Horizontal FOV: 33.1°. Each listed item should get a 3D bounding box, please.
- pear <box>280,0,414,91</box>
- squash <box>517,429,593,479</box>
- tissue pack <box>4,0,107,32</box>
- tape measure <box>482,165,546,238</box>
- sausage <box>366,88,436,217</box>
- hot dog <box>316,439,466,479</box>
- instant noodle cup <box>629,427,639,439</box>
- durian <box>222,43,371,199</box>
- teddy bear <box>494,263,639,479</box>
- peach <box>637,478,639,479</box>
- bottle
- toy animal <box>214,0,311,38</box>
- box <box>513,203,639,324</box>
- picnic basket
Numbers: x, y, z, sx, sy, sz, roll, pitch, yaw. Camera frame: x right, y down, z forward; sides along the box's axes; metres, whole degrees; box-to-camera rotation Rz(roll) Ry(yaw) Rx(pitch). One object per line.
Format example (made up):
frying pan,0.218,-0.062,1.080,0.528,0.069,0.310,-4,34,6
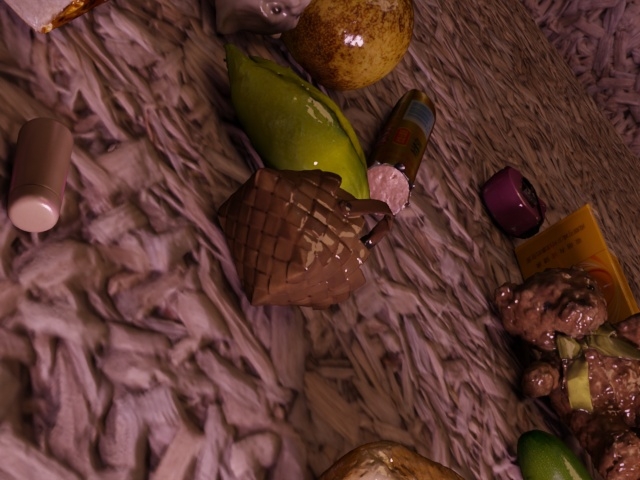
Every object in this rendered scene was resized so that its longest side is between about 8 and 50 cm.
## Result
pear,0.040,-0.311,1.468,0.197,0.197,0.197,41,29,-29
squash,0.321,0.362,1.300,0.082,0.082,0.293,13,49,-56
tissue pack,-0.258,-0.313,1.050,0.183,0.092,0.226,52,25,-11
tape measure,0.330,-0.068,1.824,0.118,0.074,0.125,48,25,-16
sausage,0.120,-0.144,1.540,0.082,0.082,0.371,51,25,-13
hot dog,0.091,0.248,1.022,0.242,0.084,0.073,34,34,-37
instant noodle cup,0.566,0.246,1.739,0.217,0.217,0.207,29,43,-44
durian,-0.028,-0.121,1.232,0.250,0.101,0.139,48,-9,-17
teddy bear,0.390,0.164,1.490,0.223,0.246,0.296,68,-9,-19
peach,0.560,0.404,1.477,0.292,0.247,0.292,16,65,-38
bottle,-0.225,-0.052,0.860,0.045,0.045,0.096,37,34,-35
toy animal,-0.137,-0.359,1.288,0.266,0.188,0.307,42,32,19
box,0.406,0.086,1.692,0.043,0.152,0.269,30,35,-39
picnic basket,0.000,0.000,1.094,0.178,0.128,0.138,3,58,-48
